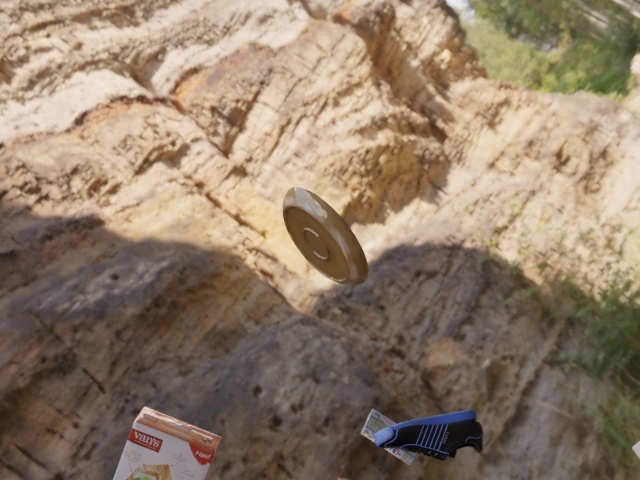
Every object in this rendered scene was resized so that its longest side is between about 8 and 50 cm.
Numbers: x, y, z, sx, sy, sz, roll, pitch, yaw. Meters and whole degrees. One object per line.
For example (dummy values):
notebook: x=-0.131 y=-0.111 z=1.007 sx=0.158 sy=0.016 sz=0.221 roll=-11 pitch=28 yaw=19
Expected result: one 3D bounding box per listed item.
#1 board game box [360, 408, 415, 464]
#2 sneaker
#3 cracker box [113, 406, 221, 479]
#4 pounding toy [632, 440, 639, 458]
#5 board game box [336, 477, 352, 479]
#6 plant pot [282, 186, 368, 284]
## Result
board game box: x=0.190 y=0.529 z=2.129 sx=0.026 sy=0.154 sz=0.103 roll=-60 pitch=-6 yaw=22
sneaker: x=0.232 y=0.427 z=1.675 sx=0.232 sy=0.091 sz=0.081 roll=-12 pitch=-23 yaw=4
cracker box: x=-0.293 y=0.439 z=1.434 sx=0.067 sy=0.155 sz=0.232 roll=-68 pitch=0 yaw=-76
pounding toy: x=0.775 y=0.501 z=1.697 sx=0.181 sy=0.206 sz=0.094 roll=-45 pitch=27 yaw=13
board game box: x=0.192 y=0.685 z=1.533 sx=0.356 sy=0.356 sz=0.357 roll=110 pitch=170 yaw=-76
plant pot: x=0.000 y=0.000 z=1.551 sx=0.032 sy=0.236 sz=0.236 roll=-38 pitch=-23 yaw=-22
